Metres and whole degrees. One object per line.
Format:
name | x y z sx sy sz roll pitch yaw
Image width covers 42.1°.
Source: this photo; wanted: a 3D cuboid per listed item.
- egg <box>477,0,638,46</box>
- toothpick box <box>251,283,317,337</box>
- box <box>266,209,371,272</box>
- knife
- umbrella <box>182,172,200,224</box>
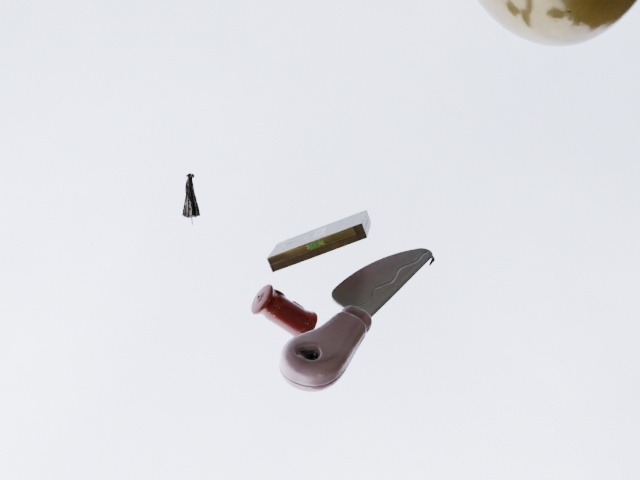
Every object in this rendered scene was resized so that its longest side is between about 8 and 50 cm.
egg | 0.256 -0.374 0.898 0.250 0.250 0.322 -7 -88 -23
toothpick box | -0.049 0.095 1.097 0.083 0.047 0.047 35 -138 -24
box | 0.000 0.000 1.086 0.133 0.023 0.090 -21 -172 9
knife | 0.047 0.080 1.016 0.081 0.043 0.336 19 -149 21
umbrella | -0.208 -0.066 1.331 0.020 0.031 0.083 -8 -87 -47
